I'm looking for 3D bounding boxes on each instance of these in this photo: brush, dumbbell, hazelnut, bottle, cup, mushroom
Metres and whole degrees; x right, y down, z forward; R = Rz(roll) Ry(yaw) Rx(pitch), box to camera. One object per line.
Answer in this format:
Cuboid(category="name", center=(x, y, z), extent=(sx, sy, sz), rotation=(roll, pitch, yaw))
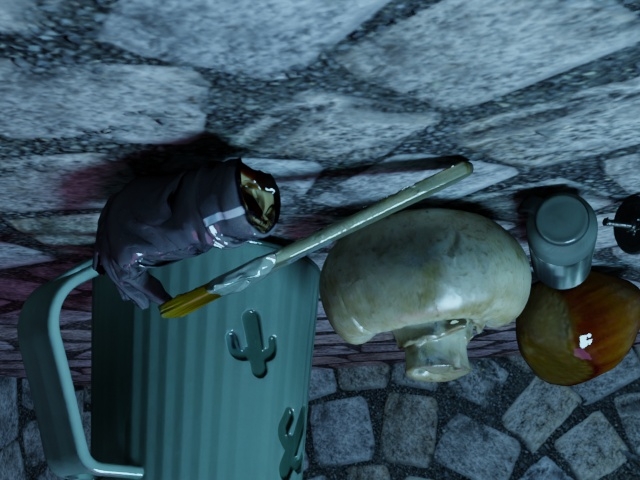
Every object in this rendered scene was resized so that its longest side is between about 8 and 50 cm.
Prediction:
Cuboid(category="brush", center=(0.000, 0.000, 0.897), extent=(0.337, 0.020, 0.085), rotation=(-26, 173, 1))
Cuboid(category="dumbbell", center=(0.388, -0.015, 1.055), extent=(0.147, 0.069, 0.069), rotation=(4, 165, -23))
Cuboid(category="hazelnut", center=(0.413, 0.129, 1.467), extent=(0.186, 0.210, 0.210), rotation=(20, 168, 8))
Cuboid(category="bottle", center=(0.286, -0.001, 1.098), extent=(0.096, 0.079, 0.254), rotation=(34, 178, 18))
Cuboid(category="cup", center=(-0.198, 0.196, 1.192), extent=(0.401, 0.392, 0.310), rotation=(8, 158, -18))
Cuboid(category="mushroom", center=(0.118, 0.058, 1.058), extent=(0.254, 0.195, 0.189), rotation=(-8, 162, 12))

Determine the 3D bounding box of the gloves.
Cuboid(category="gloves", center=(-0.146, -0.015, 0.891), extent=(0.119, 0.142, 0.285), rotation=(44, 136, -15))
